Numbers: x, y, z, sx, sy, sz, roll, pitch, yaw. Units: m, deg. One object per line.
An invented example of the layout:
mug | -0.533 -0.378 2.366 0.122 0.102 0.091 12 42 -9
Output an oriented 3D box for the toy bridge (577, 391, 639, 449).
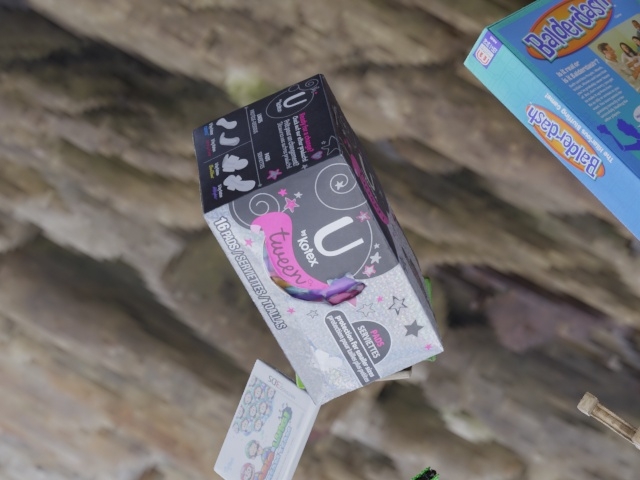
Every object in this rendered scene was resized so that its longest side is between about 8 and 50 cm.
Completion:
toy bridge | 0.407 0.250 2.387 0.188 0.026 0.063 32 175 22

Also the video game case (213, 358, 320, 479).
video game case | -0.067 0.244 2.364 0.019 0.157 0.143 17 -173 -36

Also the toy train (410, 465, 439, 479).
toy train | 0.097 0.252 1.929 0.017 0.024 0.083 39 -156 15

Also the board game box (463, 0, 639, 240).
board game box | 0.237 -0.106 1.457 0.210 0.160 0.047 48 140 15

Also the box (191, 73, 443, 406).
box | 0.000 0.000 1.764 0.247 0.142 0.163 60 -171 -32

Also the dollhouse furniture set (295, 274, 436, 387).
dollhouse furniture set | 0.043 0.002 2.143 0.151 0.301 0.197 -4 -175 5
